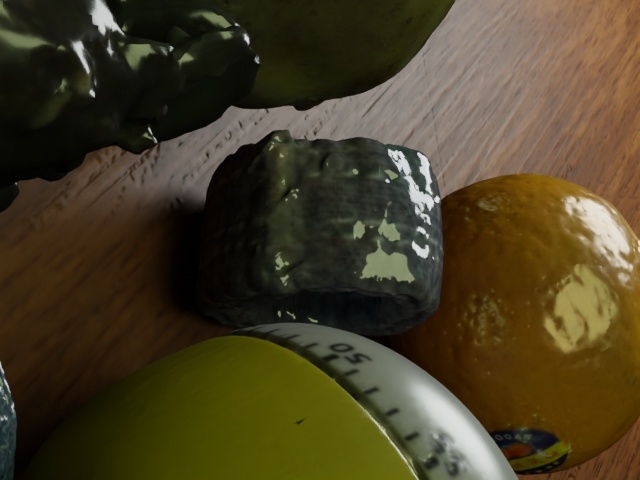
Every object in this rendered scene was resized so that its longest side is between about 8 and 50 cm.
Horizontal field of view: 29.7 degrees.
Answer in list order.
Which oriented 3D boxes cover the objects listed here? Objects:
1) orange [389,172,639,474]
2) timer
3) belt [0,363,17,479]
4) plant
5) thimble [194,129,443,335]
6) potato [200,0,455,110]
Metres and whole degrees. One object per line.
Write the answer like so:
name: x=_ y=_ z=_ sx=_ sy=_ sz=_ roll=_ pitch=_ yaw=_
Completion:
orange: x=0.150 y=0.060 z=0.881 sx=0.219 sy=0.193 sz=0.219 roll=39 pitch=34 yaw=-34
timer: x=-0.059 y=0.185 z=0.532 sx=0.285 sy=0.285 sz=0.285 roll=18 pitch=67 yaw=-49
belt: x=-0.208 y=0.102 z=0.449 sx=0.218 sy=0.128 sz=0.122 roll=-32 pitch=100 yaw=-52
plant: x=-0.173 y=-0.109 z=0.500 sx=0.276 sy=0.199 sz=0.188 roll=-11 pitch=84 yaw=-54
thimble: x=-0.001 y=0.001 z=0.729 sx=0.150 sy=0.150 sz=0.098 roll=21 pitch=64 yaw=-48
potato: x=-0.035 y=-0.229 z=0.668 sx=0.326 sy=0.243 sz=0.221 roll=60 pitch=32 yaw=-21
